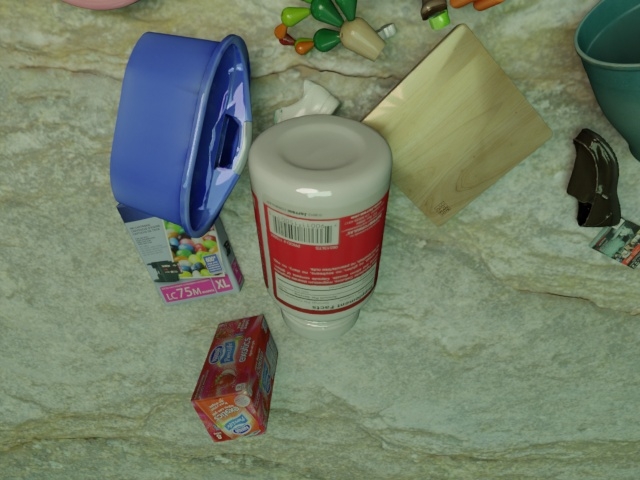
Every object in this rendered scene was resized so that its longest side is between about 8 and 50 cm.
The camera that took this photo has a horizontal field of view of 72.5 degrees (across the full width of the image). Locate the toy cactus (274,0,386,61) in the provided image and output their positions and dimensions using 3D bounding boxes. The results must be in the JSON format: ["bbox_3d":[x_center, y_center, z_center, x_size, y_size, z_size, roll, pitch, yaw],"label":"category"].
[{"bbox_3d":[0.025,-0.358,0.700,0.181,0.112,0.219,34,146,-8],"label":"toy cactus"}]

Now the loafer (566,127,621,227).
[{"bbox_3d":[0.522,-0.109,0.847,0.079,0.080,0.220,-22,114,12],"label":"loafer"}]

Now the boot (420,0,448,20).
[{"bbox_3d":[0.171,-0.402,0.696,0.042,0.118,0.086,-17,102,32],"label":"boot"}]

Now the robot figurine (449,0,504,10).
[{"bbox_3d":[0.242,-0.466,0.642,0.158,0.128,0.219,8,105,23],"label":"robot figurine"}]

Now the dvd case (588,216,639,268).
[{"bbox_3d":[0.654,0.004,0.937,0.120,0.013,0.087,23,115,-10],"label":"dvd case"}]

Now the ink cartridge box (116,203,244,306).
[{"bbox_3d":[-0.304,-0.009,0.943,0.186,0.065,0.310,-12,114,8],"label":"ink cartridge box"}]

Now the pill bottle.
[{"bbox_3d":[0.000,0.000,0.809,0.229,0.228,0.407,2,134,1],"label":"pill bottle"}]

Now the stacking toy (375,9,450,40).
[{"bbox_3d":[0.097,-0.386,0.650,0.052,0.221,0.166,-34,118,-6],"label":"stacking toy"}]

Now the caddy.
[{"bbox_3d":[-0.205,-0.176,0.740,0.179,0.241,0.341,15,101,1],"label":"caddy"}]

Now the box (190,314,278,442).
[{"bbox_3d":[-0.181,0.299,0.982,0.123,0.256,0.128,-14,115,7],"label":"box"}]

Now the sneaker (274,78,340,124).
[{"bbox_3d":[-0.060,-0.206,0.835,0.094,0.080,0.212,40,106,-3],"label":"sneaker"}]

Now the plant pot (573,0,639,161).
[{"bbox_3d":[0.578,-0.257,0.682,0.272,0.271,0.255,-30,126,16],"label":"plant pot"}]

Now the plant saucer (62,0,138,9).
[{"bbox_3d":[-0.356,-0.531,0.647,0.333,0.084,0.331,4,126,6],"label":"plant saucer"}]

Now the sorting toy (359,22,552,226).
[{"bbox_3d":[0.229,-0.204,0.806,0.255,0.089,0.257,42,111,-17],"label":"sorting toy"}]
